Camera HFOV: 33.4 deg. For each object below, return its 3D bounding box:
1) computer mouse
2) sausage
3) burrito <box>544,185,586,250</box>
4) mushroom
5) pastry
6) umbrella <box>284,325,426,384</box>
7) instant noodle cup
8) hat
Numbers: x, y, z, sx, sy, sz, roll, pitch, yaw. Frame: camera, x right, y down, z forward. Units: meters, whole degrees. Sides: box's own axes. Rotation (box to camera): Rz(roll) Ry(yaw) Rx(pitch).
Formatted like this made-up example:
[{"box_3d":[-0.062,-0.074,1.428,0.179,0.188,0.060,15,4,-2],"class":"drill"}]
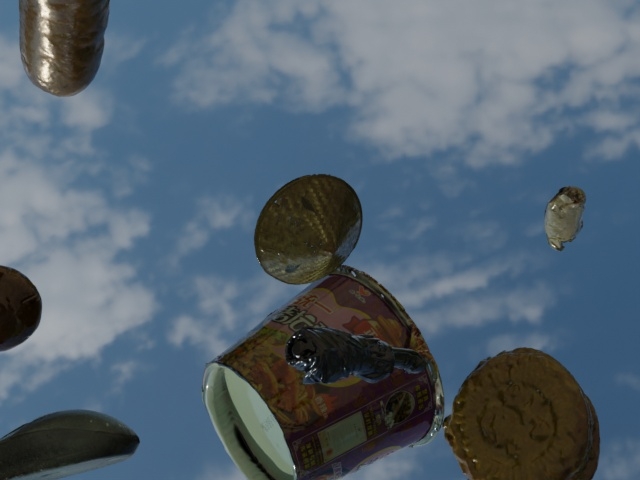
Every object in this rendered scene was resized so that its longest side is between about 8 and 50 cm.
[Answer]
[{"box_3d":[-0.313,0.231,1.184,0.229,0.113,0.068,-15,-108,5],"class":"computer mouse"},{"box_3d":[-0.342,-0.378,1.384,0.123,0.501,0.136,37,-122,14],"class":"sausage"},{"box_3d":[0.353,-0.033,1.536,0.058,0.188,0.045,-30,-114,-2],"class":"burrito"},{"box_3d":[-0.512,0.103,1.617,0.170,0.135,0.080,3,-177,-8],"class":"mushroom"},{"box_3d":[0.302,0.287,1.628,0.235,0.132,0.240,-19,-119,13],"class":"pastry"},{"box_3d":[0.044,0.140,1.263,0.071,0.248,0.071,-5,-99,33],"class":"umbrella"},{"box_3d":[-0.012,0.237,1.674,0.266,0.340,0.340,-27,-137,-31],"class":"instant noodle cup"},{"box_3d":[0.000,0.000,1.249,0.146,0.146,0.067,-27,-145,-14],"class":"hat"}]
